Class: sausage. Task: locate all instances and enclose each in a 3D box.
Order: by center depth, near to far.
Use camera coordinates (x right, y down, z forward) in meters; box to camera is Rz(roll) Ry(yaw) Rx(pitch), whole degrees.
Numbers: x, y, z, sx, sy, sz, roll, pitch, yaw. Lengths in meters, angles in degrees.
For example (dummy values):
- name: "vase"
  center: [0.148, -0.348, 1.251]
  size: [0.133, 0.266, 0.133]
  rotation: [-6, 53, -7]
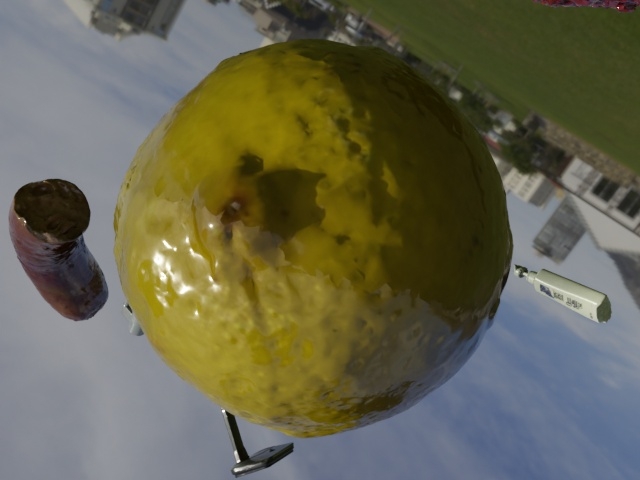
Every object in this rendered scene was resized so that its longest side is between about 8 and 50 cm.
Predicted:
- name: "sausage"
  center: [-0.300, 0.013, 0.794]
  size: [0.103, 0.076, 0.302]
  rotation: [42, 155, 6]

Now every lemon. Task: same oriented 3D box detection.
- name: "lemon"
  center: [-0.001, -0.001, 0.460]
  size: [0.260, 0.260, 0.284]
  rotation: [42, -155, 30]

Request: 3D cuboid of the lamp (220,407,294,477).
- name: "lamp"
  center: [-0.118, 0.334, 1.462]
  size: [0.124, 0.283, 0.203]
  rotation: [-7, 178, 30]

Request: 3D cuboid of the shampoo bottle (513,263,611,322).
- name: "shampoo bottle"
  center: [0.324, 0.066, 0.939]
  size: [0.141, 0.034, 0.049]
  rotation: [28, 171, 44]

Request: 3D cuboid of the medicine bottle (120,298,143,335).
- name: "medicine bottle"
  center: [-0.340, 0.091, 1.373]
  size: [0.092, 0.221, 0.061]
  rotation: [42, -149, 21]

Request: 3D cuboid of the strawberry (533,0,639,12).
- name: "strawberry"
  center: [0.223, -0.263, 0.547]
  size: [0.184, 0.187, 0.201]
  rotation: [-1, -131, -53]
